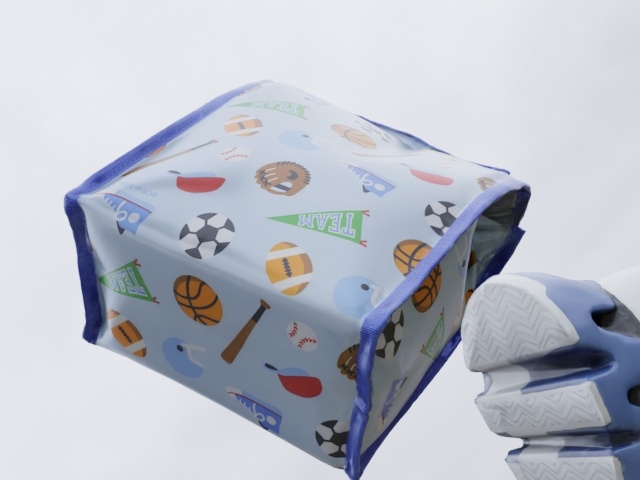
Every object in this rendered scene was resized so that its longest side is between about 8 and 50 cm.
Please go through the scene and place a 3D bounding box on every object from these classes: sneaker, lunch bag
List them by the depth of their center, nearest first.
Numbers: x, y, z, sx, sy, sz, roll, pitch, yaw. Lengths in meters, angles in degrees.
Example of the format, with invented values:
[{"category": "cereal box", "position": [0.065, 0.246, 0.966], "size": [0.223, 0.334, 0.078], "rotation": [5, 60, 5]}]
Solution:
[{"category": "sneaker", "position": [0.211, 0.138, 0.488], "size": [0.182, 0.315, 0.127], "rotation": [-20, -1, -21]}, {"category": "lunch bag", "position": [0.000, 0.000, 0.994], "size": [0.385, 0.328, 0.238], "rotation": [-47, -27, -44]}]
